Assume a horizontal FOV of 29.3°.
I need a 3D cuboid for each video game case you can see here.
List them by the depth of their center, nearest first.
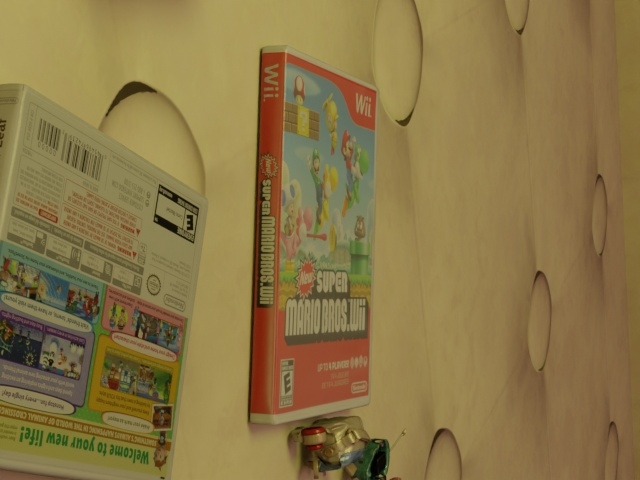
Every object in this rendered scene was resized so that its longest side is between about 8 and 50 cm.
[{"bbox_3d":[-0.132,0.038,0.699,0.212,0.023,0.193,35,59,-64],"label":"video game case"},{"bbox_3d":[0.000,0.000,1.005,0.204,0.025,0.285,7,84,-67],"label":"video game case"}]

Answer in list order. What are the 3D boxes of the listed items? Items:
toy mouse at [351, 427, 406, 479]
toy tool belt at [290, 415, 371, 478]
[{"bbox_3d":[0.048,0.230,1.116,0.161,0.031,0.143,65,35,-46],"label":"toy mouse"},{"bbox_3d":[0.011,0.174,1.003,0.083,0.052,0.051,-2,84,-66],"label":"toy tool belt"}]
